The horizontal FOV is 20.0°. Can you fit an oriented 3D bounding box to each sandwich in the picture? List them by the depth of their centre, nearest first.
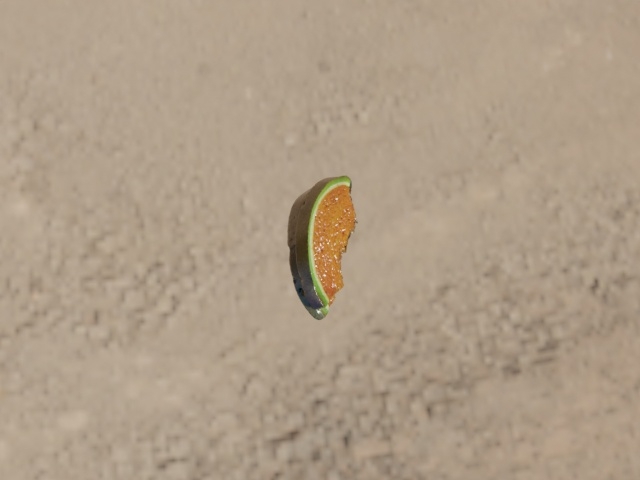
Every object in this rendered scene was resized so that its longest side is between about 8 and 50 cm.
[{"bbox_3d":[-0.001,-0.002,1.582,0.029,0.135,0.067,-12,145,35],"label":"sandwich"}]
